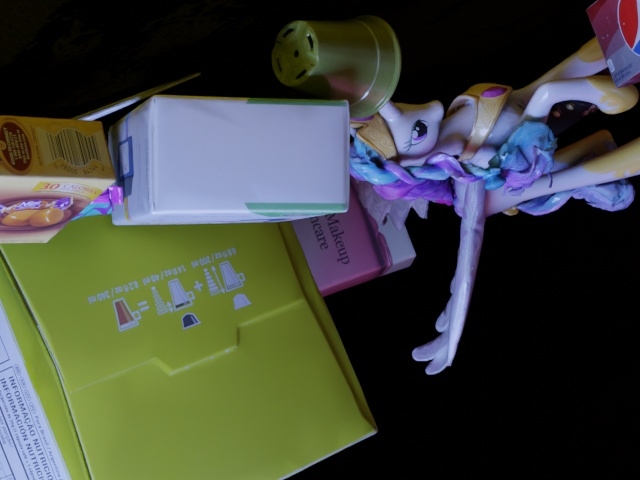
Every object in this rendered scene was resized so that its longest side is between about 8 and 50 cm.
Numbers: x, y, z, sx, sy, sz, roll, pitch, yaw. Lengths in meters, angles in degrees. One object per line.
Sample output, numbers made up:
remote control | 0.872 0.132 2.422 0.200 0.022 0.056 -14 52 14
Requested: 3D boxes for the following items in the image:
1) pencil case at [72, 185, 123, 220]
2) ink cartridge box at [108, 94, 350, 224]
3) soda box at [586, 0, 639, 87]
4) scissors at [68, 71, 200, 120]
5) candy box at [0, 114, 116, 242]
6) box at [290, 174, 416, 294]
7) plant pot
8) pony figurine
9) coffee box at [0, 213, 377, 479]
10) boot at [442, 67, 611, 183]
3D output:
pencil case | -0.239 -0.031 1.170 0.152 0.064 0.070 -18 -150 -26
ink cartridge box | -0.079 -0.060 1.191 0.154 0.093 0.212 -1 180 -17
soda box | 0.345 -0.226 1.367 0.083 0.092 0.263 -18 175 -16
scissors | -0.239 -0.075 1.166 0.297 0.021 0.109 -20 173 21
candy box | -0.248 -0.041 1.007 0.187 0.053 0.109 -2 156 -42
box | 0.000 0.000 2.083 0.232 0.148 0.127 -20 174 -3
plant pot | 0.006 -0.141 1.156 0.079 0.083 0.083 5 158 -45
pony figurine | 0.176 -0.075 1.619 0.363 0.303 0.351 -15 141 -15
coffee box | -0.217 0.115 1.414 0.338 0.338 0.334 -20 176 -43
boot | 0.237 -0.152 1.799 0.236 0.085 0.178 -20 173 -34
